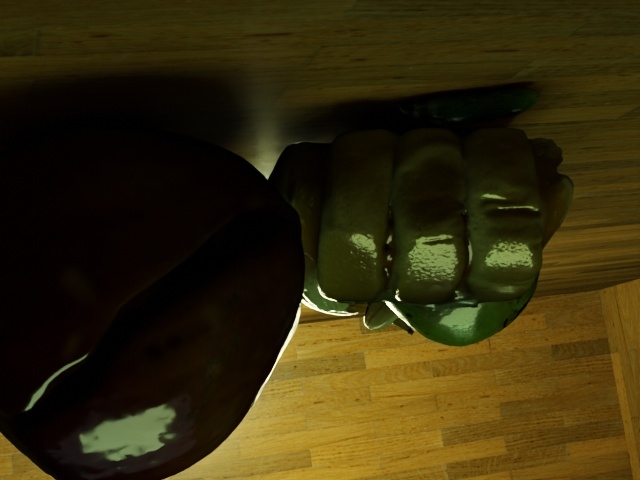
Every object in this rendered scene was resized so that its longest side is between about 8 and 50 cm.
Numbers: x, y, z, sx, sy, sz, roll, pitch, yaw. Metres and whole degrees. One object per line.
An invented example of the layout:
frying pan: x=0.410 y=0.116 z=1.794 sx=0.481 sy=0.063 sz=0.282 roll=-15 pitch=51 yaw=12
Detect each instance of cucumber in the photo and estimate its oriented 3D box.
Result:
cucumber: x=0.162 y=-0.145 z=1.203 sx=0.155 sy=0.037 sz=0.037 roll=-7 pitch=171 yaw=-5

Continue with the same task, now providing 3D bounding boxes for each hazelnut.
hazelnut: x=-0.220 y=0.054 z=1.141 sx=0.402 sy=0.402 sz=0.429 roll=-6 pitch=166 yaw=-10

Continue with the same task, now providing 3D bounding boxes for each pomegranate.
pomegranate: x=0.219 y=0.038 z=1.765 sx=0.260 sy=0.260 sz=0.341 roll=-8 pitch=176 yaw=2

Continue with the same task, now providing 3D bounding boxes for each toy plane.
toy plane: x=0.179 y=0.071 z=2.032 sx=0.104 sy=0.256 sz=0.242 roll=31 pitch=163 yaw=15

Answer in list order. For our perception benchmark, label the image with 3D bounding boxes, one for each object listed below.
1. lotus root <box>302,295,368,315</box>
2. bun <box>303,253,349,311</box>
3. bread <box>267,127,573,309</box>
lotus root: x=0.041 y=0.066 z=2.098 sx=0.314 sy=0.141 sz=0.169 roll=11 pitch=157 yaw=-40
bun: x=0.054 y=0.028 z=1.910 sx=0.212 sy=0.126 sz=0.204 roll=-11 pitch=148 yaw=-21
bread: x=0.105 y=-0.023 z=1.299 sx=0.341 sy=0.210 sz=0.300 roll=0 pitch=177 yaw=-10
